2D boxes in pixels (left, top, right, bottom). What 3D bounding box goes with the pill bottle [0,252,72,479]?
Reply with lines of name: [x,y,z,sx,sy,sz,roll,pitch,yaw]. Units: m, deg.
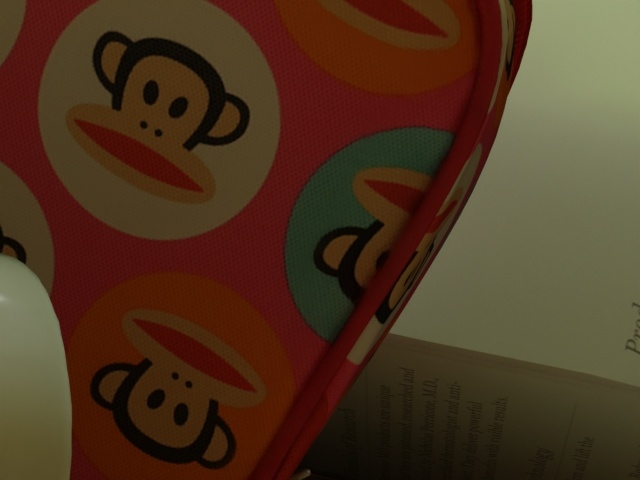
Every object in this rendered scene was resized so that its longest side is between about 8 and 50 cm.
pill bottle: [-0.155,0.034,0.278,0.208,0.118,0.117,8,6,-33]

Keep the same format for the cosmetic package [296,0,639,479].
cosmetic package: [0.028,-0.026,0.620,0.384,0.217,0.156,13,-27,11]

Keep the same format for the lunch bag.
lunch bag: [-0.112,-0.035,0.456,0.293,0.258,0.120,31,19,2]
